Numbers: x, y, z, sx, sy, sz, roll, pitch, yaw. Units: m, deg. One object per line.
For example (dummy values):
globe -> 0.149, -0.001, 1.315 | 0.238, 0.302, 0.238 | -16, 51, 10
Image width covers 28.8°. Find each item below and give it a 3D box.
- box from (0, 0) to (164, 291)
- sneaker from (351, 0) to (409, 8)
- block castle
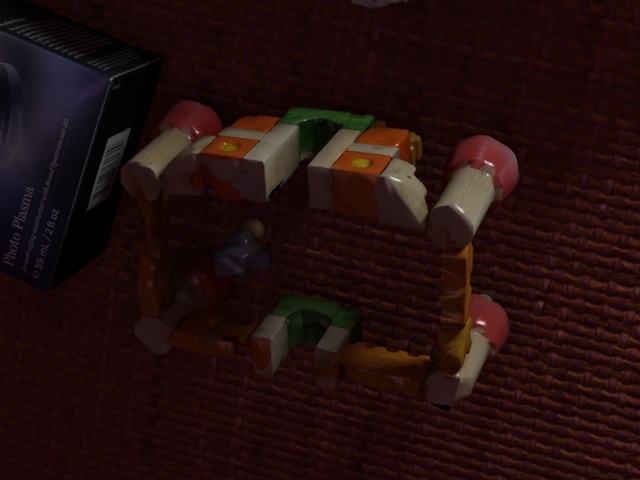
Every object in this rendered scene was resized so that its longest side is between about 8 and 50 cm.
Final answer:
box -> -0.397, -0.138, 1.567 | 0.294, 0.183, 0.296 | 23, 110, 8
sneaker -> 0.114, -0.330, 1.437 | 0.305, 0.114, 0.152 | 20, 136, 3
block castle -> 0.000, 0.000, 1.500 | 0.453, 0.213, 0.303 | 9, 120, 18
